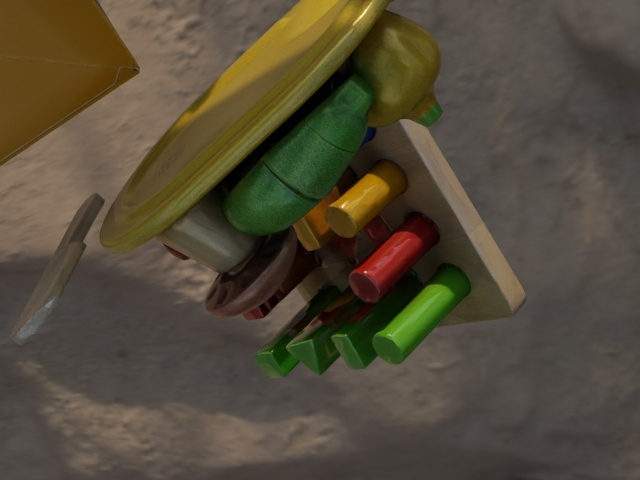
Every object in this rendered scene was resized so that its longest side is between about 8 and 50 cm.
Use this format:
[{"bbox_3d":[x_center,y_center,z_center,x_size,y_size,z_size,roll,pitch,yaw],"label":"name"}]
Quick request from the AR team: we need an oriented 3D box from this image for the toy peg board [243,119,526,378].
[{"bbox_3d":[0.000,0.000,0.862,0.079,0.161,0.160,-43,109,-35],"label":"toy peg board"}]

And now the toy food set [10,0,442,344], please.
[{"bbox_3d":[-0.023,-0.029,0.669,0.218,0.128,0.071,-41,107,19],"label":"toy food set"}]

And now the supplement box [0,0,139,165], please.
[{"bbox_3d":[-0.199,-0.143,0.646,0.129,0.194,0.191,-34,131,-1],"label":"supplement box"}]
